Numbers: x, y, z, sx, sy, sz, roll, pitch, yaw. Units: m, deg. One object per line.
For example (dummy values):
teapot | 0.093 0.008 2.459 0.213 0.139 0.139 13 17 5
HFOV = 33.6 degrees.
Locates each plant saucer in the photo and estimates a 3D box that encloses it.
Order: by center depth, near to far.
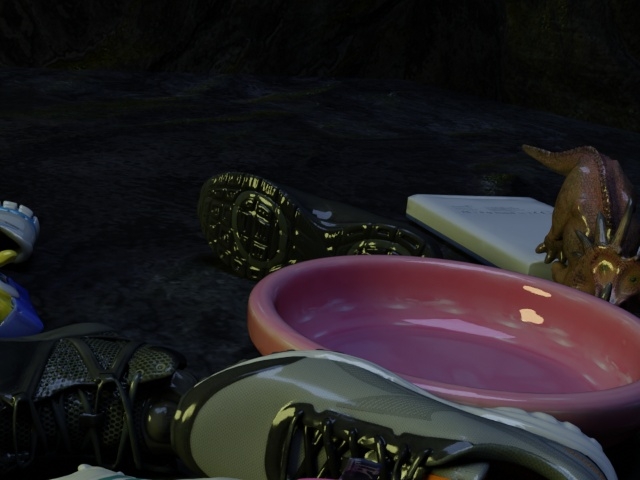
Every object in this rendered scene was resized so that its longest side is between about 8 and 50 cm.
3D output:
plant saucer | 0.105 0.095 0.837 0.332 0.084 0.332 7 15 -2

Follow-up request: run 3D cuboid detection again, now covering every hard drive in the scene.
hard drive | 0.272 -0.002 1.365 0.210 0.040 0.318 1 16 -22

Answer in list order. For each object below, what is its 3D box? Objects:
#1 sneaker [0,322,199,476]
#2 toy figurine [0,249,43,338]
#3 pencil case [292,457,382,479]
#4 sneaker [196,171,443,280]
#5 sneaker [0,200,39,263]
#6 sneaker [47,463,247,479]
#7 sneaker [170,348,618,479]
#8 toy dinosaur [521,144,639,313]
sneaker | -0.159 0.107 0.663 0.130 0.087 0.227 7 8 27
toy figurine | -0.307 0.058 0.793 0.217 0.191 0.362 34 -4 -24
pencil case | -0.012 0.179 0.455 0.098 0.095 0.209 12 18 10
sneaker | 0.000 0.000 1.153 0.286 0.109 0.130 21 12 17
sneaker | -0.373 -0.008 1.045 0.190 0.071 0.083 2 21 -18
sneaker | -0.105 0.147 0.592 0.161 0.057 0.075 -3 23 -23
sneaker | 0.041 0.127 0.618 0.271 0.100 0.108 10 1 9
toy dinosaur | 0.282 -0.010 1.060 0.127 0.296 0.200 -16 -29 8
